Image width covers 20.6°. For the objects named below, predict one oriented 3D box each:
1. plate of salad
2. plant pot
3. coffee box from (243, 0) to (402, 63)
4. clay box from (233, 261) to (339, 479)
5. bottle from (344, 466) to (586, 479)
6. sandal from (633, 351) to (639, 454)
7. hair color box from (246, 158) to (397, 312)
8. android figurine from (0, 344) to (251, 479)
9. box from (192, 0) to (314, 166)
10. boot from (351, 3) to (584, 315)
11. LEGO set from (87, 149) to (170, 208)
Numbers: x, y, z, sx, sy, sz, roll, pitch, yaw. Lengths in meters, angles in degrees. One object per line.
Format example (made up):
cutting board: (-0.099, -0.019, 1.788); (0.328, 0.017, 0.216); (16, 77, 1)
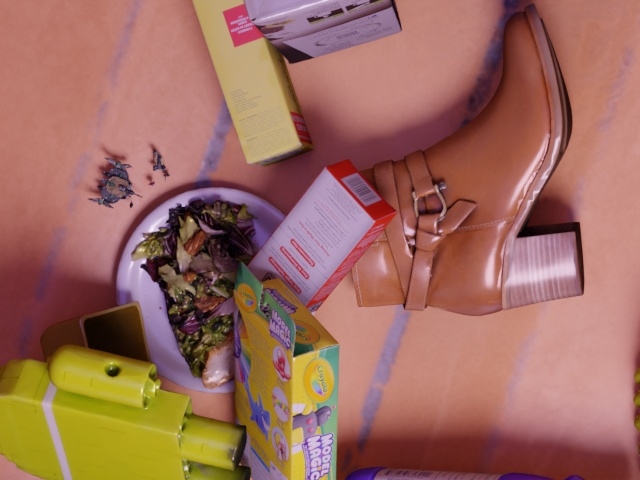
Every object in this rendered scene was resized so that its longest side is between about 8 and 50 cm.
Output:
plate of salad: (-0.103, 0.048, 1.700); (0.200, 0.048, 0.200); (0, 91, 10)
plant pot: (-0.223, 0.108, 1.699); (0.083, 0.081, 0.081); (-7, 95, 39)
coffee box: (-0.011, -0.264, 1.558); (0.119, 0.297, 0.168); (-16, 87, 5)
clay box: (-0.032, 0.136, 1.604); (0.053, 0.127, 0.222); (-12, 123, -24)
bottle: (0.162, 0.256, 1.602); (0.283, 0.118, 0.092); (0, 82, 20)
sandal: (0.366, 0.216, 1.599); (0.138, 0.126, 0.317); (-10, 95, 0)
hair color box: (0.000, 0.000, 1.621); (0.072, 0.043, 0.141); (48, 123, 13)
android figurine: (-0.199, 0.177, 1.629); (0.273, 0.248, 0.056); (12, 58, 11)
box: (-0.073, -0.188, 1.675); (0.058, 0.087, 0.232); (-18, 86, 8)
boot: (0.126, -0.070, 1.647); (0.220, 0.109, 0.283); (-4, 97, 13)
LEGO set: (-0.188, -0.057, 1.729); (0.083, 0.023, 0.054); (-9, 91, -4)
